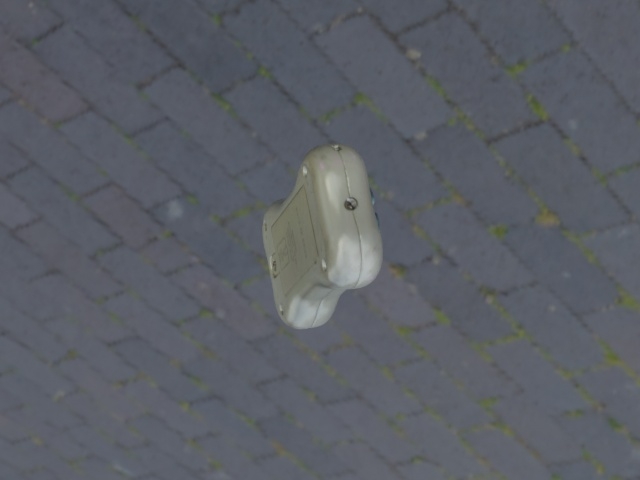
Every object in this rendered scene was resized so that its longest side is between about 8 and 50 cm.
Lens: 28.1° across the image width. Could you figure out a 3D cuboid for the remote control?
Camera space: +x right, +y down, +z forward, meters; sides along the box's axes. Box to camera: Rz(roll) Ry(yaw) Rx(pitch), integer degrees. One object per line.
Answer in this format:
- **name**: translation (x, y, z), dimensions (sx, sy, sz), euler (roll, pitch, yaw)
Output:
- **remote control**: translation (0.000, 0.000, 0.659), dimensions (0.032, 0.074, 0.122), euler (-6, 166, -18)
